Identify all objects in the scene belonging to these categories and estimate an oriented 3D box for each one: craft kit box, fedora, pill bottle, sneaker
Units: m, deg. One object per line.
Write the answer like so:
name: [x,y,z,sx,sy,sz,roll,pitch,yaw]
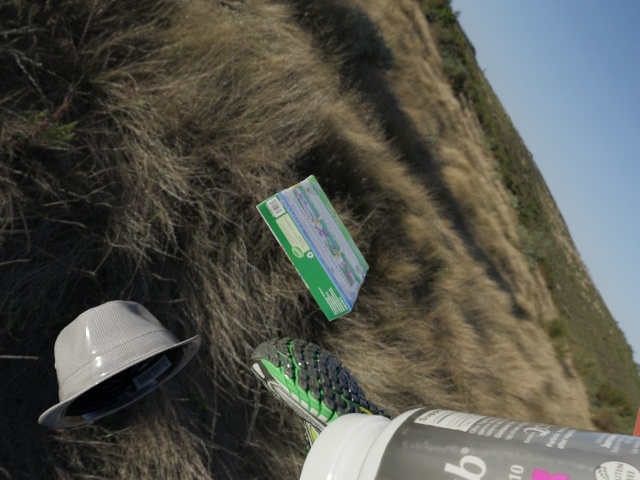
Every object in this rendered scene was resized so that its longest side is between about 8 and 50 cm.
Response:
craft kit box: [0.000,0.000,0.883,0.250,0.060,0.246,58,23,-5]
fedora: [-0.319,0.176,0.683,0.243,0.275,0.124,-27,74,-26]
pill bottle: [0.123,0.208,0.307,0.162,0.278,0.162,12,73,-45]
sneaker: [0.013,0.292,0.668,0.343,0.146,0.134,48,13,-7]

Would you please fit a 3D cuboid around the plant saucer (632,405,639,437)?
plant saucer: [0.622,0.373,0.777,0.259,0.047,0.259,27,79,-29]
